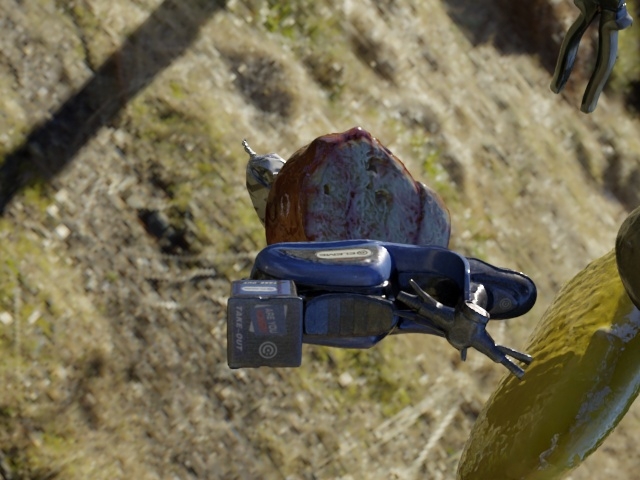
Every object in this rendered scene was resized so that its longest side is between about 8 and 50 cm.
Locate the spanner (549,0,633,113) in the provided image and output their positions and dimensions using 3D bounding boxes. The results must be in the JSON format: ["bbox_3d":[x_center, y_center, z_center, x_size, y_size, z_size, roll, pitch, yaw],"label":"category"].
[{"bbox_3d":[0.426,-0.328,1.806,0.095,0.325,0.040,37,57,22],"label":"spanner"}]

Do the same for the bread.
[{"bbox_3d":[0.057,-0.011,1.880,0.327,0.114,0.295,42,63,-35],"label":"bread"}]

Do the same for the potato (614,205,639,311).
[{"bbox_3d":[0.424,0.037,1.266,0.235,0.178,0.160,43,-19,31],"label":"potato"}]

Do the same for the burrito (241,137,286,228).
[{"bbox_3d":[0.000,0.000,2.065,0.445,0.139,0.101,46,19,-8],"label":"burrito"}]

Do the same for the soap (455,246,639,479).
[{"bbox_3d":[0.316,0.171,1.475,0.115,0.306,0.427,45,57,-7],"label":"soap"}]

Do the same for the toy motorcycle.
[{"bbox_3d":[0.075,0.077,1.322,0.212,0.358,0.125,-100,-170,-72],"label":"toy motorcycle"}]
